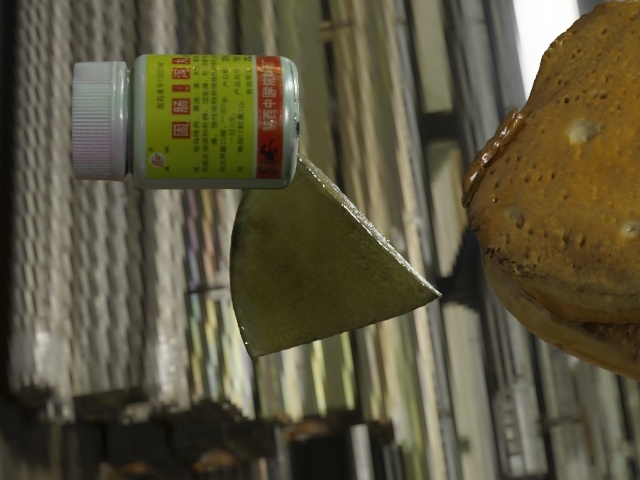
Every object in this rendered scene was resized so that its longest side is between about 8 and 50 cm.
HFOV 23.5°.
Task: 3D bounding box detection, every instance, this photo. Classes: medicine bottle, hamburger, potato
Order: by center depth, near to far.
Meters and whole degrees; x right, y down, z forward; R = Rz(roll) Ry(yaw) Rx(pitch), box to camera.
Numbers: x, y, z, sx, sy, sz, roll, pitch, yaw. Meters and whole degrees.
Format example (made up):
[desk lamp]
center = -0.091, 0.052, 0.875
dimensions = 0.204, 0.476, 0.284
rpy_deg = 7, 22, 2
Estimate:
[hamburger]
center = 0.270, -0.046, 1.190
dimensions = 0.304, 0.284, 0.174
rpy_deg = -47, 140, -24
[medicine bottle]
center = -0.137, -0.121, 1.572
dimensions = 0.139, 0.225, 0.139
rpy_deg = 180, -90, -86
[potato]
center = 0.000, 0.000, 2.057
dimensions = 0.112, 0.269, 0.255
rpy_deg = -17, 90, -82
